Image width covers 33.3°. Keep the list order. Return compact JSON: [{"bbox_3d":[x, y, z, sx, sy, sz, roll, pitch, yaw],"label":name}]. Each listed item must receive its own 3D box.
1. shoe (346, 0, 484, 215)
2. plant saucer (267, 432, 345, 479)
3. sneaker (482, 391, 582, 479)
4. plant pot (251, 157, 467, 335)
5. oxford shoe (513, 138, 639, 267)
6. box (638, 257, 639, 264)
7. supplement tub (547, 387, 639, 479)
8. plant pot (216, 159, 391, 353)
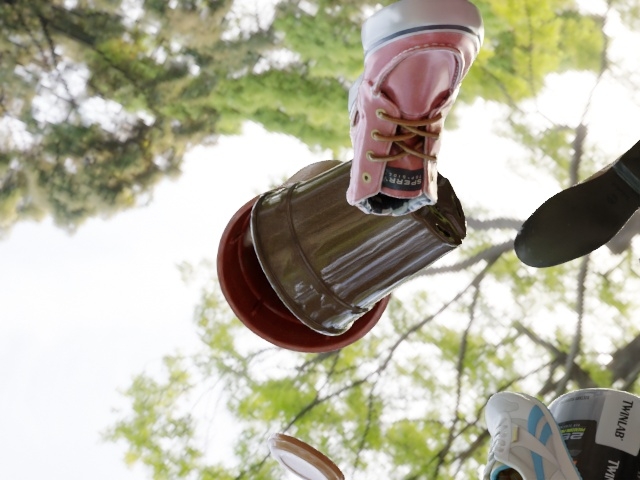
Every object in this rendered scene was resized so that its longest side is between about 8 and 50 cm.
[{"bbox_3d":[0.050,-0.066,0.587,0.063,0.178,0.081,-1,-100,-7],"label":"shoe"},{"bbox_3d":[-0.015,0.213,1.020,0.083,0.083,0.013,34,-116,-3],"label":"plant saucer"},{"bbox_3d":[0.241,0.261,1.301,0.092,0.087,0.229,6,-152,-16],"label":"sneaker"},{"bbox_3d":[0.045,-0.014,1.073,0.167,0.165,0.167,40,-148,-32],"label":"plant pot"},{"bbox_3d":[0.308,-0.039,1.178,0.076,0.212,0.076,56,-171,6],"label":"oxford shoe"},{"bbox_3d":[0.538,0.118,1.425,0.183,0.056,0.231,-3,-108,-27],"label":"box"},{"bbox_3d":[0.356,0.379,1.410,0.207,0.207,0.338,34,-133,-4],"label":"supplement tub"},{"bbox_3d":[0.000,0.000,1.719,0.272,0.272,0.265,34,-156,-3],"label":"plant pot"}]
